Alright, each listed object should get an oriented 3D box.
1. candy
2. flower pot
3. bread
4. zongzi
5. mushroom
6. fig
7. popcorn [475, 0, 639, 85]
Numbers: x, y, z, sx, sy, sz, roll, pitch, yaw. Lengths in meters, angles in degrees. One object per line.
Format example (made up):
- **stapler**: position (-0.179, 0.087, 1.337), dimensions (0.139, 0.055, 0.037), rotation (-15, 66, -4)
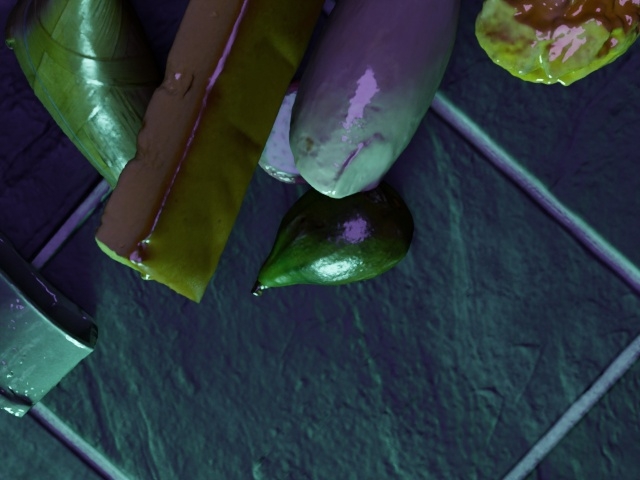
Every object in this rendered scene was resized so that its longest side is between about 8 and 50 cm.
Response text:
- **candy**: position (-0.019, -0.106, 1.939), dimensions (0.103, 0.043, 0.103), rotation (0, 100, 1)
- **flower pot**: position (-0.334, 0.059, 1.953), dimensions (0.229, 0.103, 0.108), rotation (43, 100, -4)
- **bread**: position (-0.096, -0.129, 1.855), dimensions (0.077, 0.138, 0.361), rotation (21, 87, 27)
- **zongzi**: position (-0.182, -0.156, 1.845), dimensions (0.115, 0.256, 0.228), rotation (-39, 98, -24)
- **mushroom**: position (0.066, -0.206, 1.870), dimensions (0.128, 0.128, 0.350), rotation (17, 90, 0)
- **fig**: position (0.000, 0.000, 1.927), dimensions (0.177, 0.117, 0.117), rotation (-21, 98, 21)
- **popcorn**: position (0.224, -0.212, 1.858), dimensions (0.167, 0.148, 0.152), rotation (-27, 128, -7)
